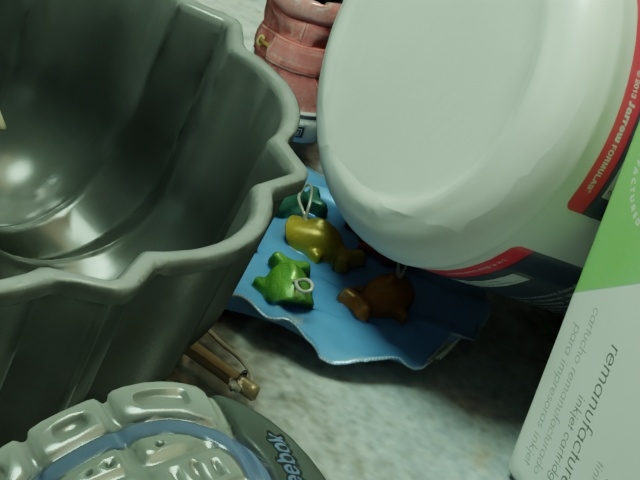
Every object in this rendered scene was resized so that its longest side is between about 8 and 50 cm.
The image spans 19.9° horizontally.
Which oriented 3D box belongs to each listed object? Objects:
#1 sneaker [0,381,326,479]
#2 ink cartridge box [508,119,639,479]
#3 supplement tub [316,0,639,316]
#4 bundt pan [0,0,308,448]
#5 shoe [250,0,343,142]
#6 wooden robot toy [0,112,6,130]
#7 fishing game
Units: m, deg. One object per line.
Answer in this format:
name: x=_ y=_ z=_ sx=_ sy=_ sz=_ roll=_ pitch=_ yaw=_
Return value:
sneaker: x=-0.128 y=0.149 z=0.505 sx=0.297 sy=0.129 sz=0.111 roll=-17 pitch=47 yaw=-24
ink cartridge box: x=0.221 y=0.095 z=0.670 sx=0.119 sy=0.207 sz=0.353 roll=8 pitch=21 yaw=-26
supplement tub: x=0.152 y=-0.052 z=0.905 sx=0.272 sy=0.191 sz=0.191 roll=18 pitch=26 yaw=-37
bundt pan: x=-0.178 y=-0.027 z=0.733 sx=0.331 sy=0.124 sz=0.331 roll=15 pitch=30 yaw=-8
shoe: x=-0.005 y=-0.118 z=1.037 sx=0.063 sy=0.081 sz=0.178 roll=18 pitch=20 yaw=-2
wooden robot toy: x=-0.169 y=-0.112 z=0.675 sx=0.173 sy=0.079 sz=0.076 roll=37 pitch=35 yaw=27
fishing game: x=0.000 y=0.000 z=0.907 sx=0.189 sy=0.041 sz=0.264 roll=34 pitch=31 yaw=26
